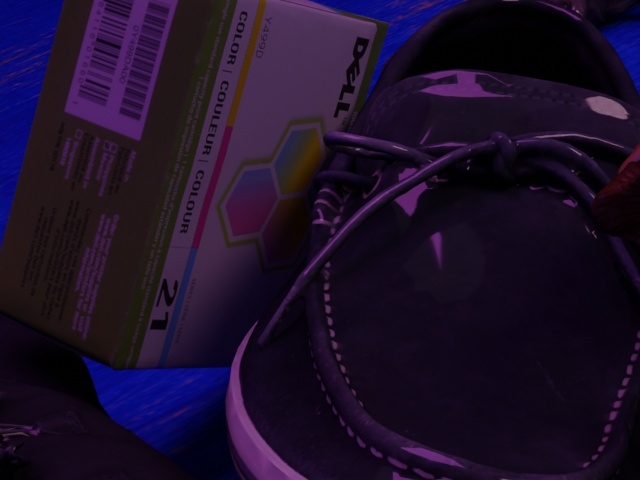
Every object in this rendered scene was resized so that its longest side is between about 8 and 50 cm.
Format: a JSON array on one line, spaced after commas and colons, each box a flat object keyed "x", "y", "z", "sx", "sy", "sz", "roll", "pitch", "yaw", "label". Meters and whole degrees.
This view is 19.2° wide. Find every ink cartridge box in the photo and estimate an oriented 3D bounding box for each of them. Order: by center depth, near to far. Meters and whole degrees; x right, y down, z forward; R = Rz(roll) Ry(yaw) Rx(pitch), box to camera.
[{"x": -0.030, "y": -0.036, "z": 0.982, "sx": 0.097, "sy": 0.189, "sz": 0.255, "roll": 22, "pitch": 11, "yaw": 36, "label": "ink cartridge box"}]

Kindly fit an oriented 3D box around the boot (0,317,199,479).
[{"x": -0.221, "y": 0.171, "z": 0.797, "sx": 0.367, "sy": 0.146, "sz": 0.445, "roll": -25, "pitch": 25, "yaw": -12, "label": "boot"}]

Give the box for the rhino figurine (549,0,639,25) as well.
[{"x": 0.212, "y": -0.201, "z": 1.457, "sx": 0.106, "sy": 0.073, "sz": 0.243, "roll": 4, "pitch": 31, "yaw": 39, "label": "rhino figurine"}]

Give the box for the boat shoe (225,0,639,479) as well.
[{"x": 0.072, "y": 0.006, "z": 0.857, "sx": 0.187, "sy": 0.156, "sz": 0.500, "roll": 14, "pitch": 23, "yaw": 3, "label": "boat shoe"}]

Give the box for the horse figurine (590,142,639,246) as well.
[{"x": 0.199, "y": -0.024, "z": 0.755, "sx": 0.263, "sy": 0.066, "sz": 0.174, "roll": -2, "pitch": -26, "yaw": -34, "label": "horse figurine"}]

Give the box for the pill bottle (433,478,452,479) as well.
[{"x": -0.048, "y": 0.196, "z": 0.502, "sx": 0.283, "sy": 0.160, "sz": 0.160, "roll": -28, "pitch": 21, "yaw": -10, "label": "pill bottle"}]
